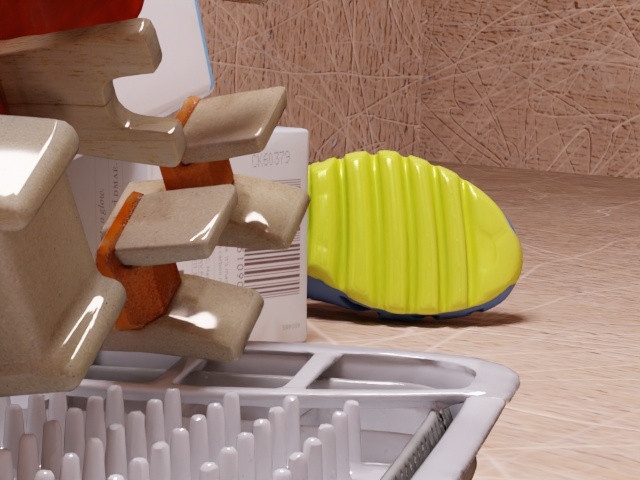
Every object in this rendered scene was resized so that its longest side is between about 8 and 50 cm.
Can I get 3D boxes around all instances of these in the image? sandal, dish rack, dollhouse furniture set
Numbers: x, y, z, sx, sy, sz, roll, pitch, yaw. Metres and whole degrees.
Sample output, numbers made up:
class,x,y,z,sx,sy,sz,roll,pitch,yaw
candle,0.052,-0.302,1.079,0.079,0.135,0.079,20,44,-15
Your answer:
class,x,y,z,sx,sy,sz,roll,pitch,yaw
sandal,0.000,0.000,1.445,0.317,0.126,0.138,8,-13,12
dish rack,-0.083,0.093,0.678,0.286,0.072,0.333,3,6,12
dollhouse furniture set,-0.119,-0.059,0.713,0.135,0.262,0.259,1,37,18

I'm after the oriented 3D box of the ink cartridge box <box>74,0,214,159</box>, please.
class,x,y,z,sx,sy,sz,roll,pitch,yaw
ink cartridge box,-0.246,-0.158,1.194,0.270,0.198,0.197,0,19,33

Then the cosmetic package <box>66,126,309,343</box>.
class,x,y,z,sx,sy,sz,roll,pitch,yaw
cosmetic package,-0.123,-0.005,1.276,0.184,0.151,0.151,5,7,42
